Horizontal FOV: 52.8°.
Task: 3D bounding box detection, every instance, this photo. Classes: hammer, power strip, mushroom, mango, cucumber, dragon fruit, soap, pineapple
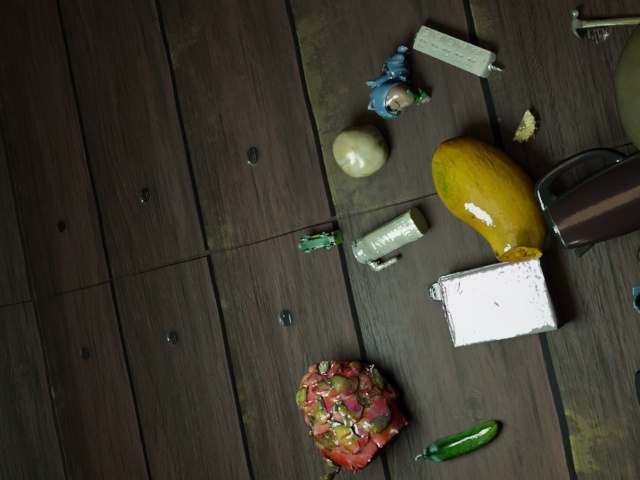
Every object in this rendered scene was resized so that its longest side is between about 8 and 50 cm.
[{"bbox_3d":[0.627,-0.463,1.375,0.182,0.017,0.062,9,99,32],"label":"hammer"},{"bbox_3d":[0.329,-0.457,1.567,0.252,0.027,0.060,32,111,28],"label":"power strip"},{"bbox_3d":[0.105,-0.235,1.684,0.147,0.112,0.148,2,104,10],"label":"mushroom"},{"bbox_3d":[0.391,-0.103,1.473,0.187,0.144,0.359,-38,65,-4],"label":"mango"},{"bbox_3d":[0.346,0.514,1.625,0.250,0.056,0.056,-33,76,30],"label":"cucumber"},{"bbox_3d":[0.062,0.447,1.699,0.291,0.250,0.269,40,133,18],"label":"dragon fruit"},{"bbox_3d":[0.423,0.141,1.524,0.259,0.081,0.181,-18,84,32],"label":"soap"},{"bbox_3d":[0.479,-0.258,1.491,0.045,0.019,0.083,33,112,33],"label":"pineapple"}]

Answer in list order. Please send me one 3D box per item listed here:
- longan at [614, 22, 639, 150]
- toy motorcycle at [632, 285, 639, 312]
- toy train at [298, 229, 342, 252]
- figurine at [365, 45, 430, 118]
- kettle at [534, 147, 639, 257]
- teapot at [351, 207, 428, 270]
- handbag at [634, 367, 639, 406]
[{"bbox_3d":[0.723,-0.286,1.149,0.360,0.361,0.361,3,96,33],"label":"longan"},{"bbox_3d":[0.755,0.138,1.250,0.272,0.182,0.124,42,156,51],"label":"toy motorcycle"},{"bbox_3d":[0.000,0.000,1.794,0.122,0.081,0.050,-11,97,35],"label":"toy train"},{"bbox_3d":[0.201,-0.391,1.618,0.144,0.114,0.178,17,95,30],"label":"figurine"},{"bbox_3d":[0.575,-0.088,1.329,0.232,0.144,0.202,-27,97,20],"label":"kettle"},{"bbox_3d":[0.185,0.005,1.679,0.200,0.077,0.107,-29,98,32],"label":"teapot"},{"bbox_3d":[0.785,0.380,1.268,0.177,0.275,0.302,-11,85,-11],"label":"handbag"}]
